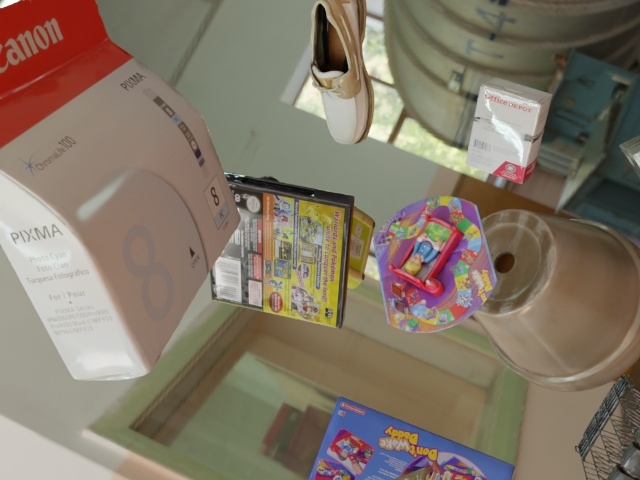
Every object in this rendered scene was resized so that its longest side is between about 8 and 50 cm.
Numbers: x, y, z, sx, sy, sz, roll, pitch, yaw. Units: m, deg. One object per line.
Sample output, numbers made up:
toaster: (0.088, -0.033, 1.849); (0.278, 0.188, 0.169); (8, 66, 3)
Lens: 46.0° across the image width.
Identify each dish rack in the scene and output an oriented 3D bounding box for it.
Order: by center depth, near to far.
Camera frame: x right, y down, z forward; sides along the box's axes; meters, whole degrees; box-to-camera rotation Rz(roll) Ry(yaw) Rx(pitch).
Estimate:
dish rack: (0.553, 0.371, 1.384); (0.208, 0.074, 0.271); (-63, -5, 15)

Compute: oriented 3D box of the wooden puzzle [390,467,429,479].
wooden puzzle: (0.038, 0.404, 1.013); (0.221, 0.044, 0.238); (-27, 1, 19)

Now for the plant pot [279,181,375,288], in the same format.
plant pot: (0.000, 0.000, 1.859); (0.228, 0.207, 0.227); (30, -109, -60)

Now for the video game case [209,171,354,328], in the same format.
video game case: (-0.073, 0.020, 1.292); (0.035, 0.248, 0.275); (-65, -17, -50)

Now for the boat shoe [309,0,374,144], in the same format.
boat shoe: (0.028, -0.314, 1.404); (0.103, 0.113, 0.302); (-37, -51, -46)

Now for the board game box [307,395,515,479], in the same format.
board game box: (0.152, 0.464, 1.389); (0.078, 0.347, 0.233); (95, -163, -68)

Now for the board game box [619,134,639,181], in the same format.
board game box: (0.594, -0.075, 1.232); (0.097, 0.224, 0.303); (-29, 1, 19)

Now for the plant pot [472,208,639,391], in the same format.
plant pot: (0.390, 0.080, 1.331); (0.280, 0.323, 0.323); (29, -97, -44)

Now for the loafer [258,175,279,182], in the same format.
loafer: (-0.081, -0.010, 1.423); (0.078, 0.080, 0.220); (-99, -12, -75)

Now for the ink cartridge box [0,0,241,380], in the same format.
ink cartridge box: (-0.213, -0.108, 0.740); (0.308, 0.091, 0.385); (-68, -35, -58)

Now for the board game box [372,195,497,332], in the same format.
board game box: (0.120, 0.018, 0.849); (0.033, 0.133, 0.169); (40, -144, -51)

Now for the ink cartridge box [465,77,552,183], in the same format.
ink cartridge box: (0.318, -0.188, 1.280); (0.063, 0.109, 0.150); (-35, -40, -44)
